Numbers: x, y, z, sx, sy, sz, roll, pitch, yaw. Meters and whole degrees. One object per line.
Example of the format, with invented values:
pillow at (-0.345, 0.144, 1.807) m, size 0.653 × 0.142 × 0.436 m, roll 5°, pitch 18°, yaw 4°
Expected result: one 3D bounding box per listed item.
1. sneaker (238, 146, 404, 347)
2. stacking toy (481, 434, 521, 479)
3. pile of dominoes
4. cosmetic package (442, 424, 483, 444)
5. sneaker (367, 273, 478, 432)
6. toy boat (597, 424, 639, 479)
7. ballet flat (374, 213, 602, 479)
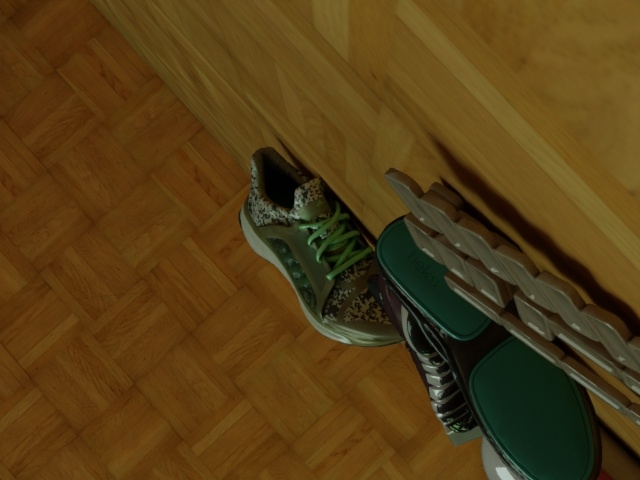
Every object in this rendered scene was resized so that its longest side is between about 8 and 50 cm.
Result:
sneaker at (0.000, 0.000, 1.396) m, size 0.410 × 0.158 × 0.182 m, roll 40°, pitch 155°, yaw 35°
stacking toy at (0.308, 0.411, 1.156) m, size 0.480 × 0.350 × 0.350 m, roll 64°, pitch 173°, yaw -12°
pile of dominoes at (0.163, 0.042, 0.644) m, size 0.251 × 0.040 × 0.196 m, roll 37°, pitch 171°, yaw 29°
cosmetic package at (0.248, 0.294, 1.680) m, size 0.231 × 0.085 × 0.117 m, roll 53°, pitch -165°, yaw -67°
sneaker at (0.141, 0.111, 1.172) m, size 0.162 × 0.106 × 0.281 m, roll 52°, pitch 170°, yaw 46°
toy boat at (0.256, 0.272, 0.944) m, size 0.231 × 0.151 × 0.151 m, roll 46°, pitch 177°, yaw 32°
ballet flat at (0.152, 0.091, 0.818) m, size 0.280 × 0.095 × 0.096 m, roll 58°, pitch -170°, yaw 19°
